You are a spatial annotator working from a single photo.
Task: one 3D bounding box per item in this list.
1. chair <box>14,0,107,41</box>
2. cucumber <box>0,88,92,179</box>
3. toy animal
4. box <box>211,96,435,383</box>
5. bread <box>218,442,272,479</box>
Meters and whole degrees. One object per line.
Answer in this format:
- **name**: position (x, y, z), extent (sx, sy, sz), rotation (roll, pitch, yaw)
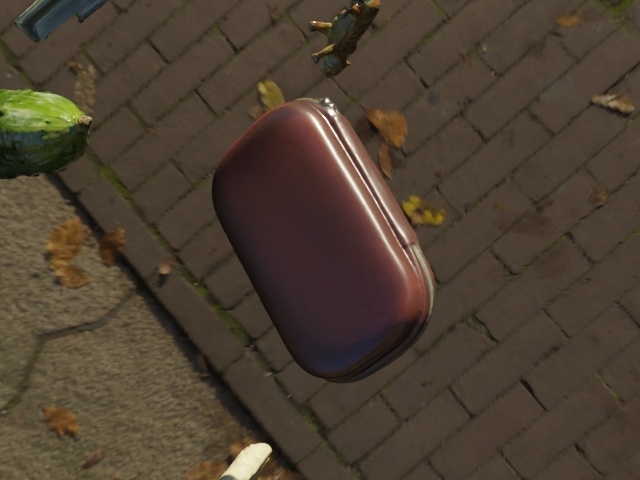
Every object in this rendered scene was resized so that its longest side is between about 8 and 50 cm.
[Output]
- **chair**: position (-0.134, -0.304, 0.784), extent (0.274, 0.190, 0.203), rotation (-30, 93, 12)
- **cucumber**: position (-0.386, -0.150, 1.419), extent (0.244, 0.134, 0.134), rotation (2, 87, 46)
- **toy animal**: position (0.041, -0.362, 1.715), extent (0.057, 0.099, 0.241), rotation (56, 136, 23)
- **box**: position (0.000, 0.000, 1.467), extent (0.263, 0.108, 0.404), rotation (-39, 69, 30)
- **bread**: position (-0.182, 0.480, 1.784), extent (0.054, 0.316, 0.316), rotation (31, 92, 8)
